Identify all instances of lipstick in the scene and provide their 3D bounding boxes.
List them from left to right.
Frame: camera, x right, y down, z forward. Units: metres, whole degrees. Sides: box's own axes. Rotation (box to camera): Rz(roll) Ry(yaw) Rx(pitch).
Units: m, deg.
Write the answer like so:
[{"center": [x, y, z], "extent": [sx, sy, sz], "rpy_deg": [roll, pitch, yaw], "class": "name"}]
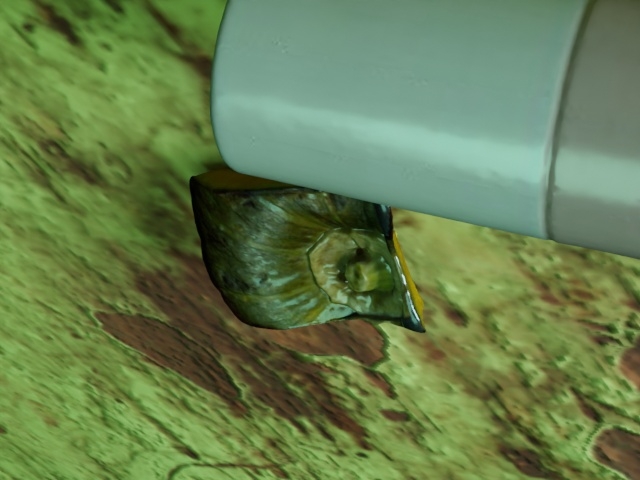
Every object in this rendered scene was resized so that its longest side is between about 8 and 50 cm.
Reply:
[{"center": [0.100, -0.027, 0.364], "extent": [0.254, 0.070, 0.070], "rpy_deg": [12, 148, 17], "class": "lipstick"}]

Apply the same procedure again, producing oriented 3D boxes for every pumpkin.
[{"center": [-0.001, -0.001, 0.515], "extent": [0.101, 0.035, 0.073], "rpy_deg": [3, 133, 36], "class": "pumpkin"}]
